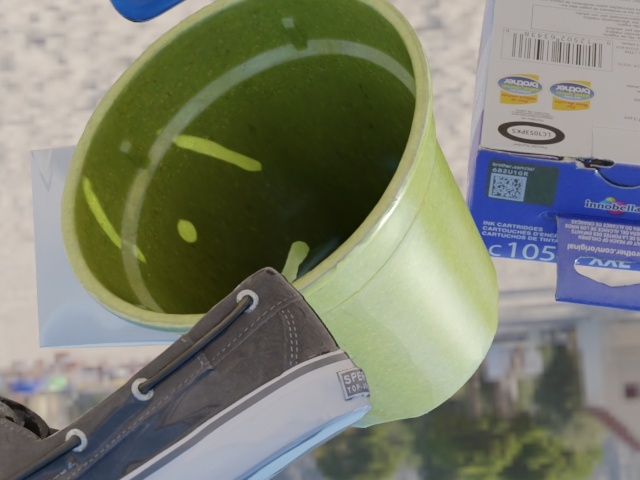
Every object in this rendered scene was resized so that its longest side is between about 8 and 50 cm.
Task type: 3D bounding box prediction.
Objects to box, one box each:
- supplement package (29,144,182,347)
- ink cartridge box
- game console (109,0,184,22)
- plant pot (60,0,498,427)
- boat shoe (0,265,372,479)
[{"bbox_3d":[-0.110,0.004,1.542,0.175,0.178,0.293,-4,176,23],"label":"supplement package"},{"bbox_3d":[0.275,-0.117,1.571,0.270,0.395,0.151,6,139,4],"label":"ink cartridge box"},{"bbox_3d":[-0.141,-0.366,1.557,0.250,0.293,0.173,-31,180,-6],"label":"game console"},{"bbox_3d":[0.000,0.000,1.212,0.276,0.276,0.254,-6,147,27],"label":"plant pot"},{"bbox_3d":[-0.095,0.084,0.609,0.228,0.076,0.080,-31,169,6],"label":"boat shoe"}]
